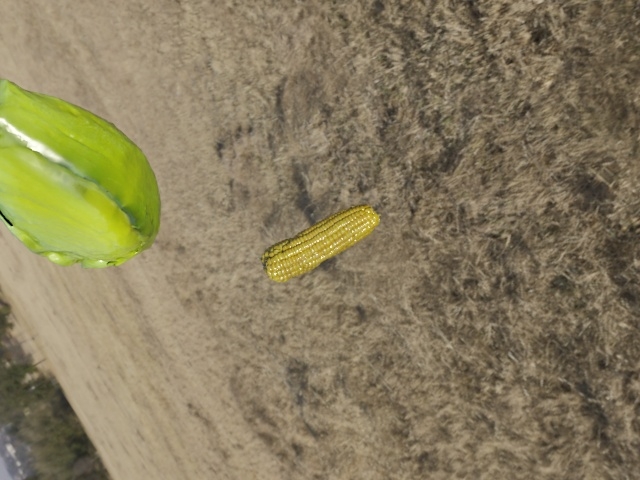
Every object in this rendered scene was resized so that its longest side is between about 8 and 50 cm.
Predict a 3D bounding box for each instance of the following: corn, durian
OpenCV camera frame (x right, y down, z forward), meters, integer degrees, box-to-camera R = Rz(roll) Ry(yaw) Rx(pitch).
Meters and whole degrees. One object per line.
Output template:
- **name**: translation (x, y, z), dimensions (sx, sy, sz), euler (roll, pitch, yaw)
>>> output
- **corn**: translation (0.000, 0.002, 1.242), dimensions (0.101, 0.313, 0.102), euler (59, -174, -11)
- **durian**: translation (-0.221, -0.041, 0.480), dimensions (0.139, 0.101, 0.250), euler (-2, 154, 7)
